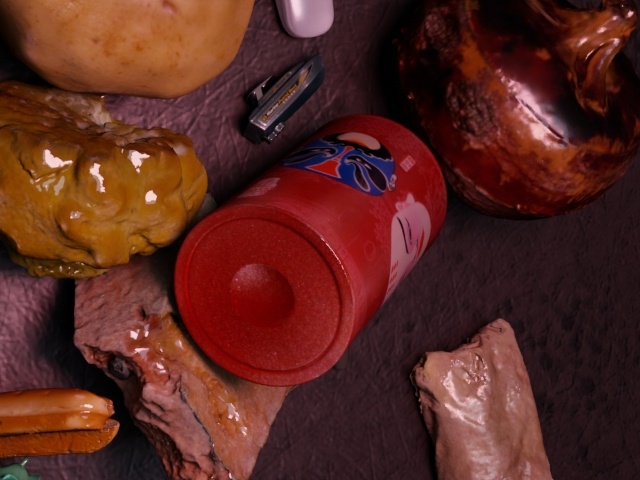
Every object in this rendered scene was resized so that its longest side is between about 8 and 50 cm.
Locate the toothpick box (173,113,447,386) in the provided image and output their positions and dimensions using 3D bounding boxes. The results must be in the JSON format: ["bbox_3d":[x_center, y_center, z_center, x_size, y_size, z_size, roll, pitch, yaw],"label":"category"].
[{"bbox_3d":[0.000,0.000,1.481,0.204,0.204,0.333,67,28,-13],"label":"toothpick box"}]

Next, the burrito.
[{"bbox_3d":[0.224,0.284,1.760,0.175,0.107,0.348,-11,94,-15],"label":"burrito"}]

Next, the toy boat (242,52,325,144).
[{"bbox_3d":[-0.041,-0.180,1.626,0.060,0.055,0.141,42,70,1],"label":"toy boat"}]

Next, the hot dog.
[{"bbox_3d":[-0.329,0.191,1.412,0.092,0.235,0.062,73,18,-52],"label":"hot dog"}]

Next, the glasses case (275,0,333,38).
[{"bbox_3d":[-0.029,-0.337,1.635,0.067,0.045,0.179,-16,98,-28],"label":"glasses case"}]

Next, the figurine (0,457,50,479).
[{"bbox_3d":[-0.373,0.316,1.434,0.102,0.111,0.195,44,73,-4],"label":"figurine"}]

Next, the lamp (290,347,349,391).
[{"bbox_3d":[-0.012,0.158,1.662,0.121,0.041,0.054,-18,108,-31],"label":"lamp"}]

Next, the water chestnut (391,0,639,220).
[{"bbox_3d":[0.263,-0.201,1.639,0.350,0.302,0.351,23,46,-25],"label":"water chestnut"}]

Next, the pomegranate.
[{"bbox_3d":[-0.199,-0.305,1.391,0.332,0.332,0.333,-1,91,-29],"label":"pomegranate"}]

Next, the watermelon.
[{"bbox_3d":[-0.159,0.122,1.493,0.264,0.151,0.302,57,30,-20],"label":"watermelon"}]

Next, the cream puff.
[{"bbox_3d":[-0.264,-0.052,1.413,0.281,0.282,0.185,4,111,-29],"label":"cream puff"}]
